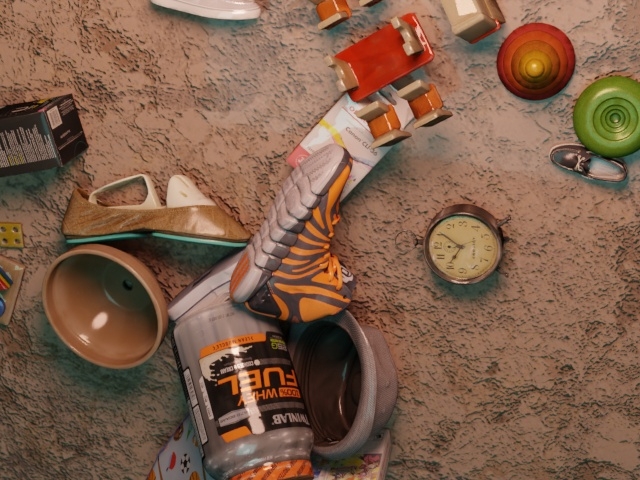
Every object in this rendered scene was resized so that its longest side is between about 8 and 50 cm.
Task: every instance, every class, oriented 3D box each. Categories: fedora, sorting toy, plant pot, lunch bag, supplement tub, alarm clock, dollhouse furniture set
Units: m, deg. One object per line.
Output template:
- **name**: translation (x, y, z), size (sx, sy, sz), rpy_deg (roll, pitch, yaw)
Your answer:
- **fedora**: translation (0.049, 0.236, 1.866), size (0.244, 0.124, 0.275), rpy_deg (-2, 88, 51)
- **sorting toy**: translation (-0.629, 0.077, 2.013), size (0.132, 0.046, 0.274), rpy_deg (23, 114, 2)
- **plant pot**: translation (-0.364, 0.101, 1.922), size (0.238, 0.109, 0.237), rpy_deg (9, 119, 17)
- **lunch bag**: translation (-0.223, 0.479, 1.982), size (0.115, 0.243, 0.303), rpy_deg (10, 122, -33)
- **supplement tub**: translation (-0.127, 0.273, 1.832), size (0.194, 0.194, 0.315), rpy_deg (-28, 67, 21)
- **sorting toy**: translation (0.423, -0.192, 1.623), size (0.366, 0.126, 0.127), rpy_deg (36, 109, 2)
- **alarm clock**: translation (0.217, 0.003, 1.794), size (0.192, 0.064, 0.129), rpy_deg (3, 112, 8)
- **dollhouse furniture set**: translation (0.140, -0.303, 1.646), size (0.259, 0.135, 0.262), rpy_deg (-26, 85, 23)

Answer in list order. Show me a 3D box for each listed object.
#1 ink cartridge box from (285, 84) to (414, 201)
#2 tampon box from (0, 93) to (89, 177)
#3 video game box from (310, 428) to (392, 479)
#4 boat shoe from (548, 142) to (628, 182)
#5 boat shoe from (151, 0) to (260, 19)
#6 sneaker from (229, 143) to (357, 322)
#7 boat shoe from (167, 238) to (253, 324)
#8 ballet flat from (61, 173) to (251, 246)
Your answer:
- **ink cartridge box**: translation (0.052, -0.169, 1.757), size (0.115, 0.067, 0.198), rpy_deg (41, 114, -5)
- **tampon box**: translation (-0.501, -0.176, 1.841), size (0.161, 0.120, 0.101), rpy_deg (-8, 110, 15)
- **video game box**: translation (0.016, 0.410, 1.934), size (0.205, 0.187, 0.048), rpy_deg (-6, 110, 15)
- **boat shoe**: translation (0.424, -0.120, 1.714), size (0.125, 0.038, 0.046), rpy_deg (19, 112, 4)
- **boat shoe**: translation (-0.182, -0.395, 1.723), size (0.184, 0.066, 0.063), rpy_deg (16, 115, 16)
- **sneaker**: translation (0.000, 0.000, 1.761), size (0.180, 0.124, 0.321), rpy_deg (26, 117, -19)
- **boat shoe**: translation (-0.161, 0.082, 1.900), size (0.258, 0.095, 0.084), rpy_deg (-34, 106, 33)
- **ballet flat**: translation (-0.286, -0.052, 1.867), size (0.343, 0.116, 0.124), rpy_deg (1, 90, 16)
